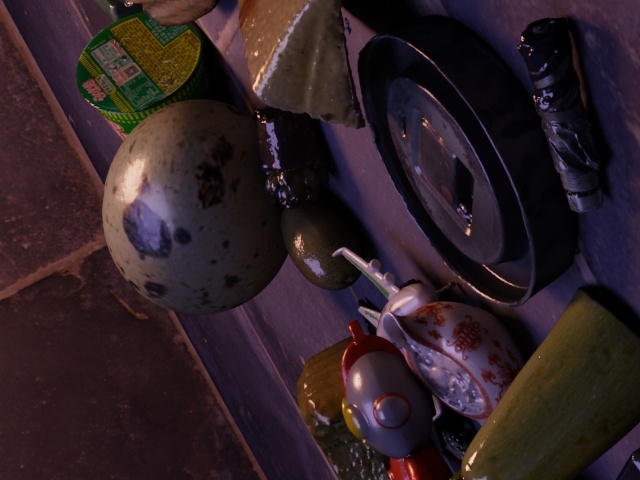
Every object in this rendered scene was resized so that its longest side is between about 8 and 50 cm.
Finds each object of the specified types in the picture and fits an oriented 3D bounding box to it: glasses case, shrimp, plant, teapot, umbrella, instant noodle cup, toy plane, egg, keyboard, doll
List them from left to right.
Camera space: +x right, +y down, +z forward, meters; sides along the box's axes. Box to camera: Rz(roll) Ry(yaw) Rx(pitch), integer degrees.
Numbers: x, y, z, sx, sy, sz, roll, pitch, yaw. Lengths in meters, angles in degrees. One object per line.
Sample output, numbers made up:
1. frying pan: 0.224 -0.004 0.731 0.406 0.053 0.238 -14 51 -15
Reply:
1. glasses case: -0.344 -0.426 2.473 0.184 0.078 0.039 49 157 38
2. instant noodle cup: -0.243 -0.208 2.360 0.207 0.207 0.232 50 170 37
3. egg: -0.177 -0.047 2.199 0.287 0.288 0.379 55 168 21
4. plant: -0.040 -0.115 2.022 0.094 0.092 0.143 26 135 53
5. doll: 0.099 0.252 1.822 0.200 0.105 0.336 -103 -8 -82
6. toy plane: 0.109 0.096 1.890 0.251 0.101 0.255 59 161 10
7. keyboard: 0.124 0.214 2.064 0.381 0.041 0.103 -112 1 -54
8. shrimp: 0.185 0.253 2.061 0.091 0.034 0.161 33 157 37
9. teapot: 0.173 0.148 1.738 0.245 0.116 0.159 51 143 -11
10. umbrella: 0.210 -0.102 1.299 0.050 0.046 0.188 -105 -3 -57

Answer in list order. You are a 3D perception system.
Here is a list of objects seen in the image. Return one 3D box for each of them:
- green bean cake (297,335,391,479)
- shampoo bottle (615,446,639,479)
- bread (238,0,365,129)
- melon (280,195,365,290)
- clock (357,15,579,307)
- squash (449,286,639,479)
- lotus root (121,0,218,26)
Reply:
1. green bean cake: 0.066 0.277 2.157 0.236 0.124 0.233 61 -176 -17
2. shampoo bottle: 0.333 0.247 1.457 0.080 0.079 0.246 54 163 23
3. bread: 0.008 -0.263 1.574 0.178 0.135 0.240 -57 30 36
4. melon: 0.000 0.000 2.076 0.162 0.099 0.099 55 164 35
5. clock: 0.145 -0.079 1.525 0.312 0.061 0.312 54 164 24
6. squash: 0.220 0.199 1.479 0.137 0.287 0.137 36 -176 -3
7. lotus root: -0.213 -0.405 2.010 0.210 0.142 0.314 26 167 -16
